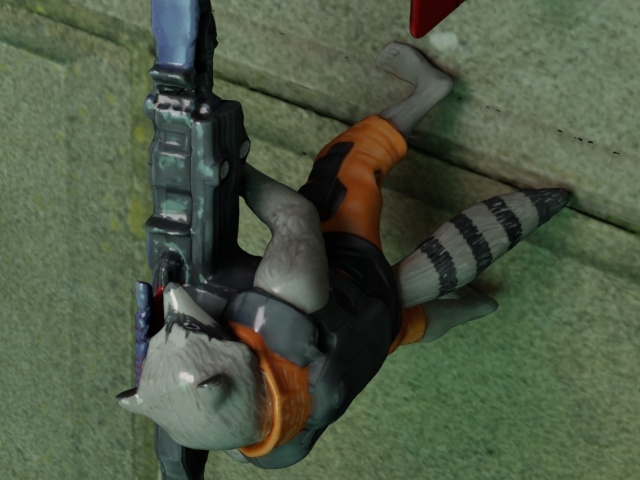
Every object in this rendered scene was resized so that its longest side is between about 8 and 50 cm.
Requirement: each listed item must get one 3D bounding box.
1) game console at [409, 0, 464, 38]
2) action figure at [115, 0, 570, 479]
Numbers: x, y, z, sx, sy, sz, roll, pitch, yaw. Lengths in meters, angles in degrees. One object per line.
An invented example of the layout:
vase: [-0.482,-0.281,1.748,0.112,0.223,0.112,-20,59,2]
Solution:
game console: [0.061,-0.206,1.013,0.124,0.144,0.085,43,133,3]
action figure: [0.000,0.000,1.064,0.179,0.330,0.341,17,128,28]
